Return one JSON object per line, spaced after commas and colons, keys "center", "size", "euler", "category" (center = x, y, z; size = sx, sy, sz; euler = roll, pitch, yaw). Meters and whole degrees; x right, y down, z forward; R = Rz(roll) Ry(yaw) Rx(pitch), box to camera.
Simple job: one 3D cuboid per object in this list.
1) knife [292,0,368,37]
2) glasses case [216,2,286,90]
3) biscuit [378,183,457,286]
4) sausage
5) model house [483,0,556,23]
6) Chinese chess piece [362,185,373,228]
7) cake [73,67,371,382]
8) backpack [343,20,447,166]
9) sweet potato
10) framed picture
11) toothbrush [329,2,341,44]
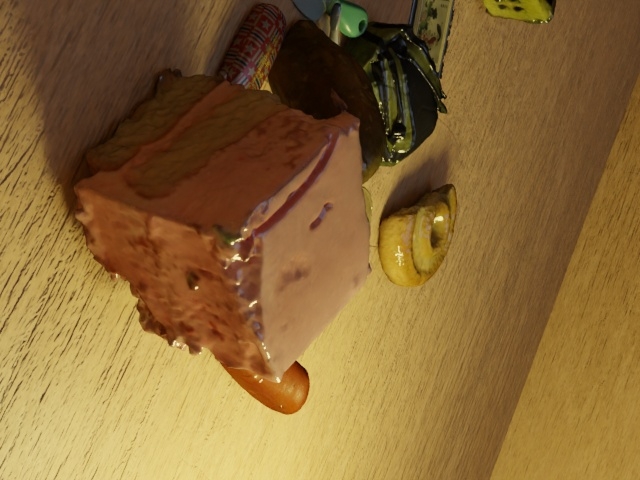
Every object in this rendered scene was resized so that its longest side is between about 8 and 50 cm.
{"center": [-0.001, -0.390, 1.684], "size": [0.260, 0.035, 0.063], "euler": [14, 104, -56], "category": "knife"}
{"center": [-0.104, -0.267, 1.530], "size": [0.194, 0.049, 0.073], "euler": [-66, 151, -14], "category": "glasses case"}
{"center": [0.222, -0.004, 2.233], "size": [0.274, 0.091, 0.213], "euler": [-41, 137, -49], "category": "biscuit"}
{"center": [-0.105, 0.211, 1.754], "size": [0.348, 0.094, 0.097], "euler": [54, 44, -55], "category": "sausage"}
{"center": [0.405, -0.599, 2.184], "size": [0.234, 0.175, 0.193], "euler": [22, 86, -52], "category": "model house"}
{"center": [0.000, 0.000, 1.816], "size": [0.250, 0.103, 0.249], "euler": [-40, 138, -48], "category": "Chinese chess piece"}
{"center": [-0.125, -0.016, 1.358], "size": [0.293, 0.307, 0.314], "euler": [-51, 145, -34], "category": "cake"}
{"center": [0.128, -0.271, 1.858], "size": [0.207, 0.140, 0.253], "euler": [-46, 132, -38], "category": "backpack"}
{"center": [0.021, -0.198, 1.587], "size": [0.158, 0.369, 0.157], "euler": [-16, 141, -13], "category": "sweet potato"}
{"center": [0.224, -0.431, 2.084], "size": [0.195, 0.010, 0.199], "euler": [-13, 116, -59], "category": "framed picture"}
{"center": [0.026, -0.286, 1.764], "size": [0.027, 0.021, 0.269], "euler": [-45, 148, -39], "category": "toothbrush"}
